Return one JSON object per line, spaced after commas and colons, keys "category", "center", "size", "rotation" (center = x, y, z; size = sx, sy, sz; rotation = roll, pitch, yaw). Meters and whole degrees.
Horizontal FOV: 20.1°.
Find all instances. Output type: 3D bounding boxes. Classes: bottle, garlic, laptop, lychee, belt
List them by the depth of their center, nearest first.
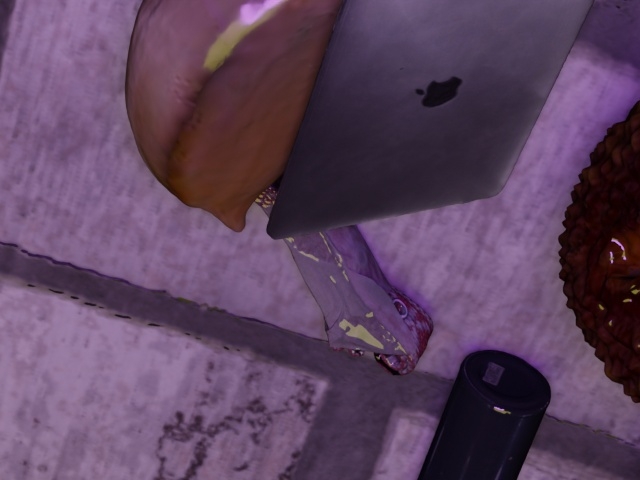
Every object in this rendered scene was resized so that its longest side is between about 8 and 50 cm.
{"category": "laptop", "center": [0.073, -0.099, 1.151], "size": [0.187, 0.015, 0.269], "rotation": [-12, 147, -24]}
{"category": "garlic", "center": [0.018, -0.156, 1.162], "size": [0.338, 0.151, 0.196], "rotation": [-33, 131, 6]}
{"category": "lychee", "center": [0.300, 0.001, 1.167], "size": [0.271, 0.271, 0.271], "rotation": [3, 122, 5]}
{"category": "belt", "center": [0.000, 0.000, 1.298], "size": [0.071, 0.053, 0.232], "rotation": [-24, 113, 20]}
{"category": "bottle", "center": [0.110, 0.200, 1.395], "size": [0.082, 0.072, 0.244], "rotation": [29, 124, 16]}
